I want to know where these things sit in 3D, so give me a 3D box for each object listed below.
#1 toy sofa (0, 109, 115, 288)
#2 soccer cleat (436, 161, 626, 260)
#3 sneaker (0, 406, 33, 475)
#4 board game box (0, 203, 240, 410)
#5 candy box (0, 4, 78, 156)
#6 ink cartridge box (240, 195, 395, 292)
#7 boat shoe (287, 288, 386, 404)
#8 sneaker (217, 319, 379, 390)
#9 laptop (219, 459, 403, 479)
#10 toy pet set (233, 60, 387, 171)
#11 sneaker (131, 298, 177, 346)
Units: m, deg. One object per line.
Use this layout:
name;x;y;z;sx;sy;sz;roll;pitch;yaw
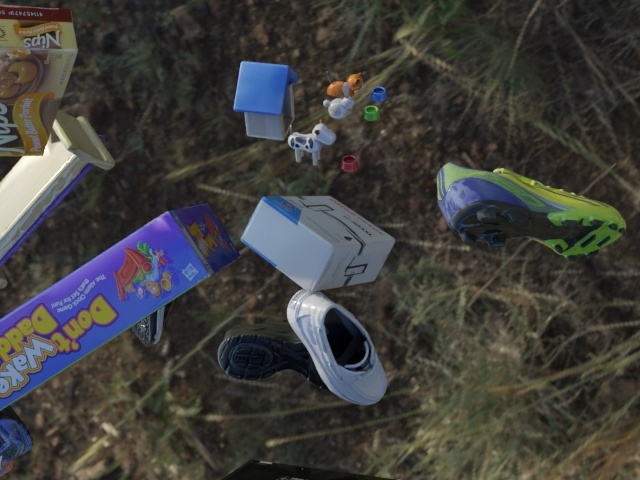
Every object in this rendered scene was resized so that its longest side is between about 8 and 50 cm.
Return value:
toy sofa;-0.571;-0.080;2.044;0.362;0.177;0.150;-46;54;11
soccer cleat;0.274;-0.047;1.301;0.093;0.289;0.121;-54;41;40
sneaker;-0.440;0.276;1.334;0.083;0.087;0.221;45;138;10
board game box;-0.265;0.087;1.114;0.347;0.233;0.078;-33;91;5
candy box;-0.516;-0.249;1.643;0.316;0.183;0.087;-48;50;54
ink cartridge box;0.000;0.000;1.582;0.148;0.203;0.086;35;110;24
boat shoe;0.041;0.176;1.547;0.084;0.095;0.258;20;157;48
sneaker;-0.037;0.189;1.812;0.286;0.130;0.109;10;106;-7
laptop;0.008;0.509;1.687;0.382;0.408;0.236;-4;102;40
toy pet set;-0.009;-0.127;0.884;0.114;0.122;0.065;8;132;12
sneaker;-0.212;0.065;1.392;0.084;0.097;0.234;49;149;15
